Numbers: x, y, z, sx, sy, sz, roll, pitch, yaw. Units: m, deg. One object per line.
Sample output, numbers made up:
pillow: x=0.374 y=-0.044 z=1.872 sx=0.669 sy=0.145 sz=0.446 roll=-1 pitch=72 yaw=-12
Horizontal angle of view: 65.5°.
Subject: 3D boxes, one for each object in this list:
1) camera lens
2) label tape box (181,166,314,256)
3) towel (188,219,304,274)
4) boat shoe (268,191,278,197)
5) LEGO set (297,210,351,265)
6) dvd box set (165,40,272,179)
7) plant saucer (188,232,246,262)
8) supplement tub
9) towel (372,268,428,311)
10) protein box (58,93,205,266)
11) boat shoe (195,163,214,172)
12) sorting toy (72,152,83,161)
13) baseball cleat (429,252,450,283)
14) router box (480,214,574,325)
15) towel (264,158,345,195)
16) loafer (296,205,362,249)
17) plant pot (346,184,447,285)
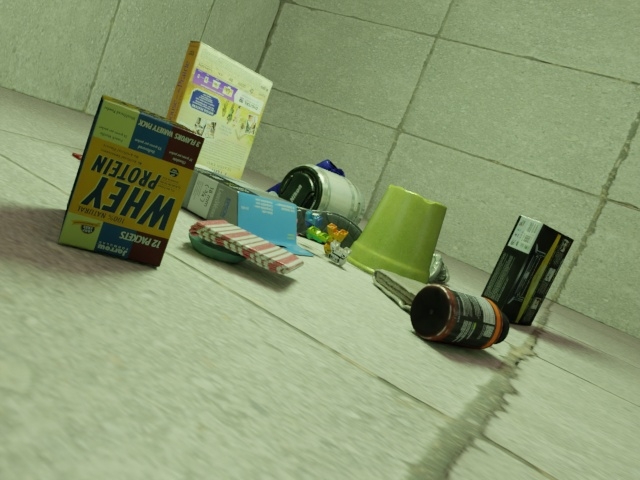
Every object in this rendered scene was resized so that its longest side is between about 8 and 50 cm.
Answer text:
camera lens: x=0.001 y=-0.138 z=1.755 sx=0.219 sy=0.219 sz=0.274 roll=28 pitch=10 yaw=38
label tape box: x=-0.184 y=-0.078 z=1.262 sx=0.334 sy=0.105 sz=0.241 roll=26 pitch=9 yaw=31
towel: x=-0.130 y=0.013 z=0.922 sx=0.197 sy=0.029 sz=0.144 roll=26 pitch=8 yaw=7
boat shoe: x=-0.199 y=-0.093 z=1.521 sx=0.083 sy=0.065 sz=0.183 roll=-20 pitch=11 yaw=28
LEGO set: x=0.000 y=0.000 z=1.366 sx=0.227 sy=0.093 sz=0.087 roll=31 pitch=42 yaw=26
dvd box set: x=-0.332 y=-0.349 z=1.543 sx=0.062 sy=0.420 sz=0.308 roll=24 pitch=8 yaw=37
plant saucer: x=-0.188 y=0.016 z=0.914 sx=0.119 sy=0.021 sz=0.119 roll=22 pitch=7 yaw=-3
supplement tub: x=0.273 y=0.151 z=0.950 sx=0.198 sy=0.106 sz=0.106 roll=18 pitch=9 yaw=-33
towel: x=0.252 y=0.145 z=1.157 sx=0.187 sy=0.049 sz=0.282 roll=20 pitch=7 yaw=-21
protein box: x=-0.287 y=-0.096 z=0.745 sx=0.136 sy=0.199 sz=0.201 roll=17 pitch=9 yaw=-28
boat shoe: x=-0.361 y=-0.155 z=1.373 sx=0.096 sy=0.098 sz=0.277 roll=32 pitch=15 yaw=22
sorting toy: x=-0.543 y=-0.199 z=1.317 sx=0.275 sy=0.046 sz=0.132 roll=28 pitch=9 yaw=38
baseball cleat: x=0.409 y=0.112 z=1.720 sx=0.109 sy=0.072 sz=0.206 roll=55 pitch=29 yaw=-7
router box: x=0.616 y=0.099 z=1.495 sx=0.243 sy=0.308 sz=0.081 roll=16 pitch=11 yaw=-44
towel: x=-0.059 y=-0.205 z=1.961 sx=0.076 sy=0.308 sz=0.228 roll=69 pitch=16 yaw=12
loafer: x=-0.009 y=-0.050 z=1.575 sx=0.303 sy=0.109 sz=0.095 roll=17 pitch=5 yaw=-16
plant pot: x=0.239 y=-0.018 z=1.464 sx=0.276 sy=0.253 sz=0.276 roll=21 pitch=8 yaw=-3
